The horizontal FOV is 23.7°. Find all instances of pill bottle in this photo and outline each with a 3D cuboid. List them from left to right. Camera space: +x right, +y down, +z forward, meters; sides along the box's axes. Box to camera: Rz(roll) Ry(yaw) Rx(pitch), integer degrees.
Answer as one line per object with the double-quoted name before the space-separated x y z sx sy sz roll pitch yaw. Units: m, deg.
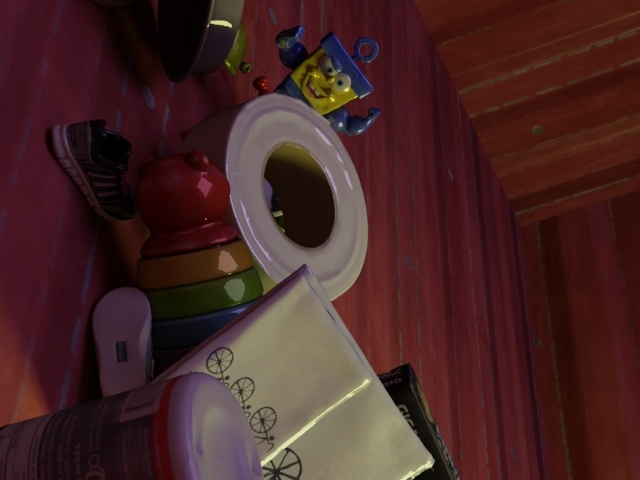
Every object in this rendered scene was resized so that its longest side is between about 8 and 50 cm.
"pill bottle" -0.203 0.221 1.282 0.161 0.283 0.161 -17 90 -74

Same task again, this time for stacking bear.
"stacking bear" -0.145 0.037 1.815 0.164 0.175 0.289 -17 97 -48

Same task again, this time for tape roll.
"tape roll" -0.061 -0.047 2.000 0.286 0.100 0.286 24 57 -44

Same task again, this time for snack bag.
"snack bag" -0.062 0.243 1.703 0.342 0.323 0.037 58 -11 -32

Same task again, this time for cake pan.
"cake pan" -0.162 -0.360 2.096 0.293 0.054 0.293 -176 -90 -69

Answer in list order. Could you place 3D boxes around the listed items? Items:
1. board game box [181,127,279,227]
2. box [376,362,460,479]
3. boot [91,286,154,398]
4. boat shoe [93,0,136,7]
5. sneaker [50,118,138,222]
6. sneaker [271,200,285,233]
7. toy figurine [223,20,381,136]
"board game box" -0.092 -0.010 2.258 0.242 0.064 0.316 9 65 -72
"box" 0.030 0.334 1.888 0.073 0.293 0.295 -82 150 -70
"boot" -0.222 0.142 1.718 0.190 0.069 0.086 -95 -177 -51
"boat shoe" -0.277 -0.381 1.986 0.302 0.098 0.109 16 58 -70
"sneaker" -0.249 -0.084 1.813 0.170 0.075 0.063 56 23 -44
"sneaker" 0.000 0.000 2.281 0.235 0.084 0.097 38 39 -63
"toy figurine" -0.018 -0.266 2.335 0.362 0.217 0.191 54 14 -9
